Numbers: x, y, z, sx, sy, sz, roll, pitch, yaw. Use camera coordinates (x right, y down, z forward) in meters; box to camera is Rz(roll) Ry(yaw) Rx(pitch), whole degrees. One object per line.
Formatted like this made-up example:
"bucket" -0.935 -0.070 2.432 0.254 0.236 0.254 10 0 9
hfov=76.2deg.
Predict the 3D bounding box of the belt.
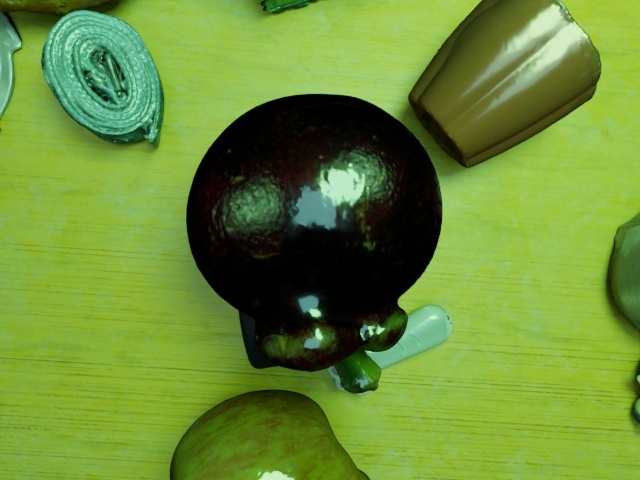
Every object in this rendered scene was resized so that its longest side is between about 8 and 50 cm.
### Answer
"belt" -0.293 -0.219 0.566 0.147 0.082 0.163 4 90 -12

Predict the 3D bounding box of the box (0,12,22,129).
"box" -0.585 -0.260 0.496 0.291 0.206 0.262 18 92 -4

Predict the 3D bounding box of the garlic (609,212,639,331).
"garlic" 0.562 0.037 0.583 0.237 0.210 0.292 -37 88 -33

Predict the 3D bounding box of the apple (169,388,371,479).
"apple" -0.058 0.322 0.520 0.264 0.264 0.264 0 93 -1

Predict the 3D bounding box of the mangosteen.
"mangosteen" -0.012 -0.009 0.468 0.297 0.297 0.313 20 54 -2

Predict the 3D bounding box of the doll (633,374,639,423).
"doll" 0.513 0.229 0.618 0.098 0.057 0.143 9 98 -19

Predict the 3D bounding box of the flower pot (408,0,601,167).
"flower pot" 0.223 -0.197 0.536 0.173 0.190 0.190 -42 93 13

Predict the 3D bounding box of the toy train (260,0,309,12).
"toy train" 0.010 -0.416 0.509 0.271 0.188 0.159 -16 93 2

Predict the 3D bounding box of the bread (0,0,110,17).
"bread" -0.365 -0.447 0.503 0.312 0.172 0.312 0 86 -5

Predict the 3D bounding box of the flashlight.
"flashlight" 0.105 0.160 0.610 0.200 0.047 0.093 -27 98 1

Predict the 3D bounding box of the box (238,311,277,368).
"box" -0.058 0.126 0.618 0.125 0.027 0.126 -10 94 2
